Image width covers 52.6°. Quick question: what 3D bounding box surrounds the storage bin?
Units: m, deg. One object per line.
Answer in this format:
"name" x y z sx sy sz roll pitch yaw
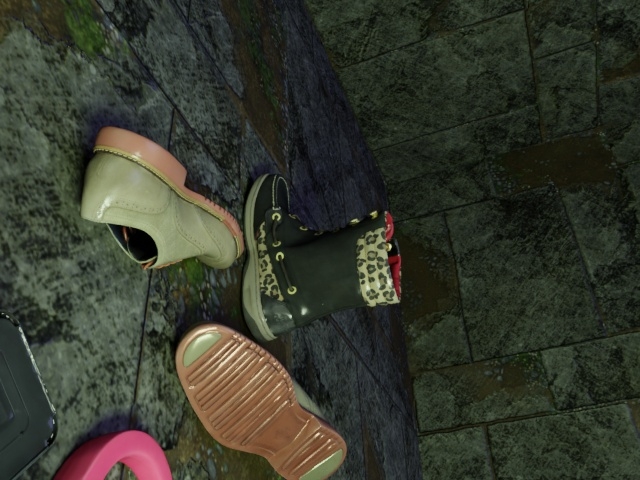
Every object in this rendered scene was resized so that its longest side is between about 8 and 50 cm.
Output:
"storage bin" -0.288 0.138 0.462 0.180 0.084 0.122 -52 127 -72

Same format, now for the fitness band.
"fitness band" -0.211 0.326 0.639 0.291 0.054 0.209 -76 146 -62

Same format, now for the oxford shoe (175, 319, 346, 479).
"oxford shoe" -0.106 0.242 1.013 0.146 0.140 0.397 45 -10 52

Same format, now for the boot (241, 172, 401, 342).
"boot" 0.000 0.000 1.232 0.138 0.284 0.378 60 22 -45

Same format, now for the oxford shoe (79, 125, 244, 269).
"oxford shoe" -0.214 -0.016 0.880 0.130 0.122 0.348 -70 155 -16
